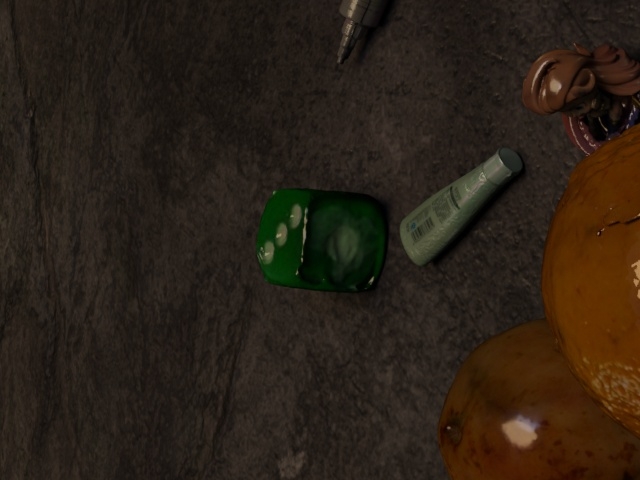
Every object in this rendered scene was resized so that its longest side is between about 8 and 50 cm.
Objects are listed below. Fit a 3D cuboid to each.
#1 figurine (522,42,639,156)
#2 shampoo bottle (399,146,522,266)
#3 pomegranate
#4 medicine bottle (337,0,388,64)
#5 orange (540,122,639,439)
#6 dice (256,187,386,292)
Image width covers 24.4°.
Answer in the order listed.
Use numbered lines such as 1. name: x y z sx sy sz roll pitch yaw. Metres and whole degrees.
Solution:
1. figurine: 0.278 -0.159 1.544 0.126 0.157 0.114 2 65 58
2. shampoo bottle: 0.165 -0.045 1.751 0.190 0.041 0.069 -44 47 41
3. pomegranate: 0.238 0.190 1.481 0.248 0.248 0.248 -10 77 52
4. medicine bottle: 0.062 -0.319 1.915 0.057 0.057 0.199 45 120 46
5. orange: 0.358 0.038 1.251 0.340 0.340 0.293 8 113 53
6. dice: 0.000 0.000 1.892 0.120 0.130 0.128 5 90 55
